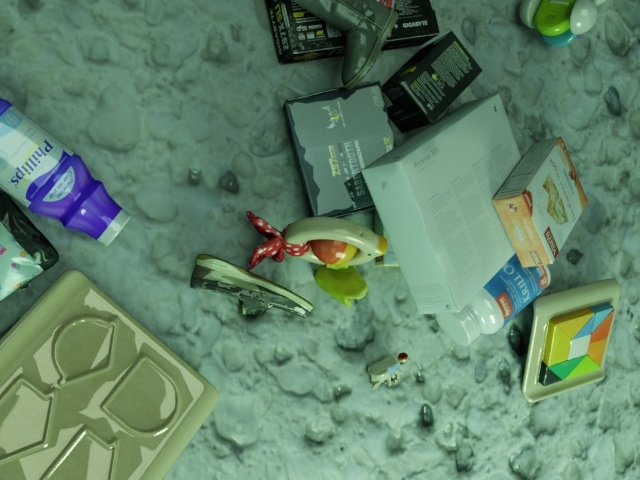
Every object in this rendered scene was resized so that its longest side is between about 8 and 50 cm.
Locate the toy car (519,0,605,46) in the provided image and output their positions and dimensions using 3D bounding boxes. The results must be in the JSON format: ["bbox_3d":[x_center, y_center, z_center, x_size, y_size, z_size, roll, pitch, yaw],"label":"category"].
[{"bbox_3d":[0.525,-0.492,1.593,0.182,0.159,0.136,-58,143,-15],"label":"toy car"}]

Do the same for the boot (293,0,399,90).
[{"bbox_3d":[0.016,-0.394,1.324,0.209,0.076,0.189,30,76,-20],"label":"boot"}]

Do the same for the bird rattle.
[{"bbox_3d":[0.000,0.000,1.316,0.254,0.207,0.143,29,58,-27],"label":"bird rattle"}]

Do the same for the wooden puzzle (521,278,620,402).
[{"bbox_3d":[0.524,0.211,1.549,0.221,0.044,0.238,-12,115,-22],"label":"wooden puzzle"}]

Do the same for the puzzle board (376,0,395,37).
[{"bbox_3d":[0.096,-0.451,1.391,0.097,0.011,0.128,10,83,-21],"label":"puzzle board"}]

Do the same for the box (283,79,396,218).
[{"bbox_3d":[0.046,-0.163,1.384,0.184,0.059,0.232,-13,88,-7],"label":"box"}]

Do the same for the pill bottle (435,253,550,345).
[{"bbox_3d":[0.337,0.107,1.477,0.222,0.124,0.124,-37,101,-20],"label":"pill bottle"}]

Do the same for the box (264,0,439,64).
[{"bbox_3d":[0.051,-0.486,1.422,0.322,0.079,0.256,-14,91,-22],"label":"box"}]

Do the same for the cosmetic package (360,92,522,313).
[{"bbox_3d":[0.260,-0.078,1.386,0.377,0.098,0.284,-35,110,-43],"label":"cosmetic package"}]

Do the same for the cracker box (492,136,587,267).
[{"bbox_3d":[0.429,-0.077,1.446,0.232,0.067,0.155,-47,116,-40],"label":"cracker box"}]

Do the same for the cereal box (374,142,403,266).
[{"bbox_3d":[0.189,-0.068,1.468,0.173,0.047,0.240,2,87,-22],"label":"cereal box"}]

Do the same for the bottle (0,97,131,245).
[{"bbox_3d":[-0.436,-0.101,1.193,0.283,0.092,0.118,40,80,-15],"label":"bottle"}]

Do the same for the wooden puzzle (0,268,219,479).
[{"bbox_3d":[-0.376,0.271,1.186,0.348,0.081,0.322,46,61,-18],"label":"wooden puzzle"}]

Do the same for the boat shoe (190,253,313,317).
[{"bbox_3d":[-0.124,0.095,1.321,0.224,0.080,0.073,25,83,-13],"label":"boat shoe"}]

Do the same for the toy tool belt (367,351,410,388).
[{"bbox_3d":[0.132,0.251,1.432,0.083,0.052,0.051,-23,127,-18],"label":"toy tool belt"}]

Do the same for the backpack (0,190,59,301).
[{"bbox_3d":[-0.513,0.032,1.139,0.182,0.115,0.152,-39,114,-12],"label":"backpack"}]

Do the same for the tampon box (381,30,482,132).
[{"bbox_3d":[0.206,-0.305,1.449,0.161,0.120,0.101,-46,104,-18],"label":"tampon box"}]
